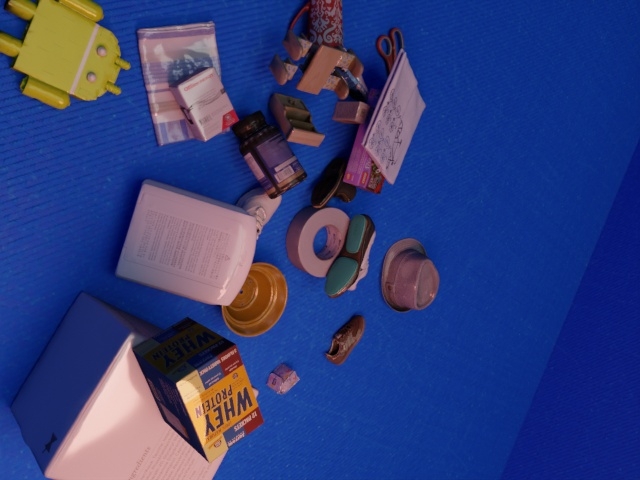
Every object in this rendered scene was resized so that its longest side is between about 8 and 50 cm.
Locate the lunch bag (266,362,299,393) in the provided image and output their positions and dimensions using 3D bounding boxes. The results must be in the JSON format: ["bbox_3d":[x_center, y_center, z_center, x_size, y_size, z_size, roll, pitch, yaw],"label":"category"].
[{"bbox_3d":[-0.121,0.436,1.820,0.083,0.071,0.053,-42,126,-22],"label":"lunch bag"}]

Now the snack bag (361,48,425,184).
[{"bbox_3d":[0.238,-0.359,1.793,0.323,0.037,0.342,-68,155,-9],"label":"snack bag"}]

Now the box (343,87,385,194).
[{"bbox_3d":[0.173,-0.301,1.811,0.201,0.057,0.293,8,99,-64],"label":"box"}]

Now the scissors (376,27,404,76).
[{"bbox_3d":[0.242,-0.531,1.884,0.109,0.021,0.297,-27,117,-30],"label":"scissors"}]

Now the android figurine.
[{"bbox_3d":[-0.551,-0.410,1.259,0.273,0.056,0.248,24,86,-38],"label":"android figurine"}]

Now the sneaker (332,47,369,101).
[{"bbox_3d":[0.103,-0.501,1.752,0.191,0.071,0.083,46,67,-37],"label":"sneaker"}]

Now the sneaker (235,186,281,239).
[{"bbox_3d":[-0.204,-0.032,1.590,0.297,0.129,0.111,-48,125,-20],"label":"sneaker"}]

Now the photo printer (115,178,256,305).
[{"bbox_3d":[-0.317,0.012,1.431,0.307,0.107,0.256,16,91,-5],"label":"photo printer"}]

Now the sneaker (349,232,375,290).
[{"bbox_3d":[0.122,0.060,1.916,0.115,0.090,0.232,27,94,-47],"label":"sneaker"}]

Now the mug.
[{"bbox_3d":[-0.001,-0.600,1.610,0.150,0.113,0.169,-2,96,-36],"label":"mug"}]

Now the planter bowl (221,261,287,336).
[{"bbox_3d":[-0.208,0.158,1.663,0.217,0.090,0.217,-12,109,-37],"label":"planter bowl"}]

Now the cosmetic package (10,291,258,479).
[{"bbox_3d":[-0.436,0.381,1.382,0.393,0.329,0.327,37,78,-39],"label":"cosmetic package"}]

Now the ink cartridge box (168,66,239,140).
[{"bbox_3d":[-0.288,-0.340,1.440,0.109,0.063,0.150,-37,123,-21],"label":"ink cartridge box"}]

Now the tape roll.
[{"bbox_3d":[0.000,0.000,1.800,0.219,0.072,0.219,-11,108,-36],"label":"tape roll"}]

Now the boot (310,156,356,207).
[{"bbox_3d":[0.053,-0.140,1.784,0.198,0.077,0.137,-58,136,-30],"label":"boot"}]

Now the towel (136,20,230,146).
[{"bbox_3d":[-0.335,-0.392,1.450,0.209,0.034,0.285,-18,113,-33],"label":"towel"}]

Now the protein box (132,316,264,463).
[{"bbox_3d":[-0.247,0.293,1.169,0.136,0.201,0.200,-31,118,-32],"label":"protein box"}]

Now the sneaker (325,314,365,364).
[{"bbox_3d":[0.085,0.329,1.960,0.071,0.066,0.188,36,78,-38],"label":"sneaker"}]

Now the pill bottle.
[{"bbox_3d":[-0.141,-0.231,1.559,0.123,0.123,0.219,-36,99,-26],"label":"pill bottle"}]

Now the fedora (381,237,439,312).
[{"bbox_3d":[0.339,0.138,2.075,0.243,0.124,0.275,-7,106,-38],"label":"fedora"}]

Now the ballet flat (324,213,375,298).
[{"bbox_3d":[0.105,0.056,1.796,0.096,0.095,0.280,30,82,-52],"label":"ballet flat"}]

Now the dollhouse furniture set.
[{"bbox_3d":[-0.020,-0.398,1.545,0.212,0.161,0.242,3,137,-39],"label":"dollhouse furniture set"}]

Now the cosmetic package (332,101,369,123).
[{"bbox_3d":[0.091,-0.383,1.740,0.041,0.115,0.060,13,95,-37],"label":"cosmetic package"}]
